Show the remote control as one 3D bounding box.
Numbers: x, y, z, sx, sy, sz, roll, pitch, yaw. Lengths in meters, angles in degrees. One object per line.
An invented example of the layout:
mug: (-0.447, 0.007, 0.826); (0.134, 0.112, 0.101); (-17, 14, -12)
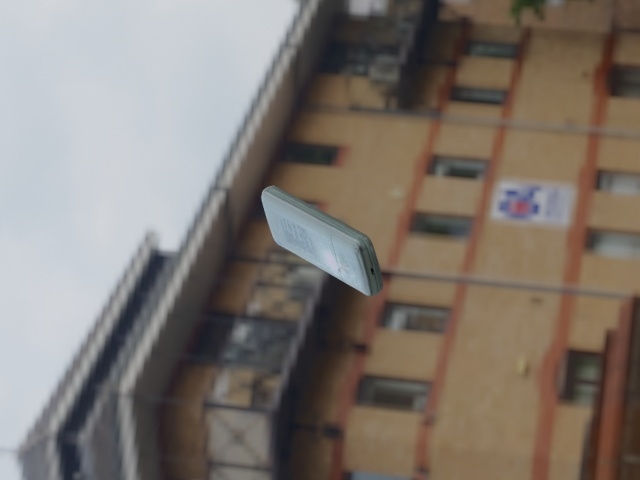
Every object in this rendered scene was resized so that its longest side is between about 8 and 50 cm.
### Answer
remote control: (0.000, 0.000, 1.373); (0.018, 0.124, 0.053); (-32, -54, -24)
